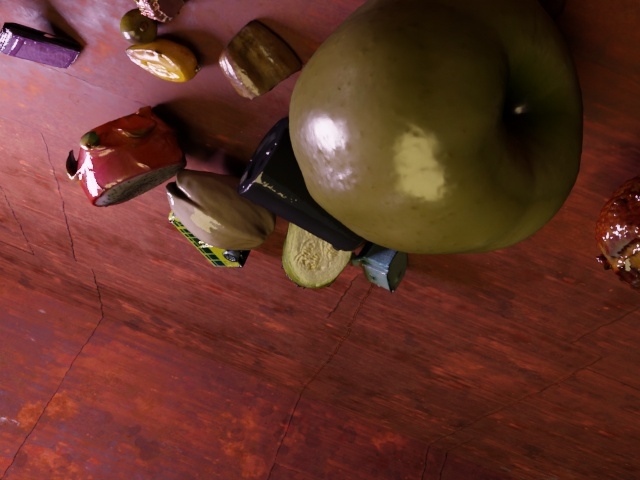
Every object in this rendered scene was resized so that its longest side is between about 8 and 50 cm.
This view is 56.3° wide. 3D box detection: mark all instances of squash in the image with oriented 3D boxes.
[{"bbox_3d":[0.000,0.000,1.589,0.189,0.189,0.260,23,150,-2],"label":"squash"}]

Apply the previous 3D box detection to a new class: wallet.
[{"bbox_3d":[-0.656,-0.445,1.388,0.166,0.030,0.111,9,159,-37],"label":"wallet"}]

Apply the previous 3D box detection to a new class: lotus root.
[{"bbox_3d":[-0.142,-0.359,1.226,0.159,0.095,0.135,-18,128,38],"label":"lotus root"}]

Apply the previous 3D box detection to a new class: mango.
[{"bbox_3d":[-0.343,-0.396,1.310,0.188,0.066,0.101,14,156,21],"label":"mango"}]

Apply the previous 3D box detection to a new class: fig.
[{"bbox_3d":[-0.385,-0.446,1.256,0.088,0.074,0.074,18,156,50],"label":"fig"}]

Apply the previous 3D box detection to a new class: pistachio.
[{"bbox_3d":[-0.258,-0.085,1.583,0.332,0.226,0.208,21,120,-43],"label":"pistachio"}]

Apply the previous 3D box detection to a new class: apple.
[{"bbox_3d":[0.178,-0.189,0.976,0.474,0.473,0.473,15,148,10],"label":"apple"}]

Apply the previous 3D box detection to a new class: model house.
[{"bbox_3d":[0.154,0.058,1.673,0.149,0.119,0.148,18,151,24],"label":"model house"}]

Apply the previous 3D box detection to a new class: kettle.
[{"bbox_3d":[0.001,-0.146,1.410,0.308,0.262,0.203,31,-179,-19],"label":"kettle"}]

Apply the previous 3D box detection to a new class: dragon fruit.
[{"bbox_3d":[-0.487,-0.217,1.495,0.291,0.291,0.189,-24,96,49],"label":"dragon fruit"}]

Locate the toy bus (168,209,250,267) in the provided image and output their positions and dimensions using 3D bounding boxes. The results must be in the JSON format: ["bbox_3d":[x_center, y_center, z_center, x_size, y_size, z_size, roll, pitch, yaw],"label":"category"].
[{"bbox_3d":[-0.322,-0.039,1.776,0.150,0.128,0.262,-2,142,33],"label":"toy bus"}]

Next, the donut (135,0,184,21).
[{"bbox_3d":[-0.314,-0.477,1.123,0.065,0.117,0.166,10,146,10],"label":"donut"}]

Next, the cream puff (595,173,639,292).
[{"bbox_3d":[0.677,-0.033,1.103,0.351,0.228,0.350,-4,154,-2],"label":"cream puff"}]
